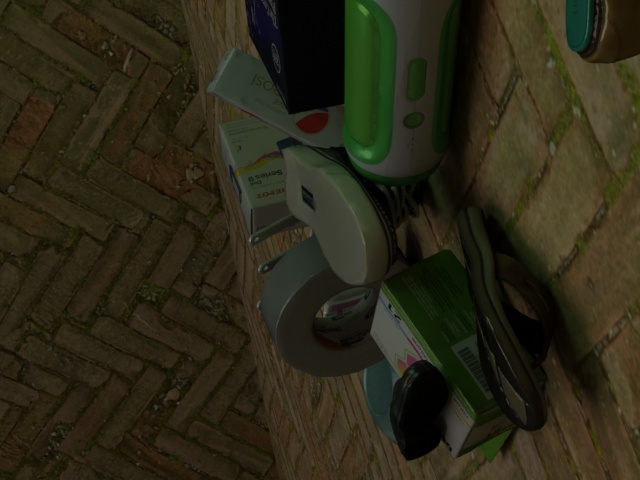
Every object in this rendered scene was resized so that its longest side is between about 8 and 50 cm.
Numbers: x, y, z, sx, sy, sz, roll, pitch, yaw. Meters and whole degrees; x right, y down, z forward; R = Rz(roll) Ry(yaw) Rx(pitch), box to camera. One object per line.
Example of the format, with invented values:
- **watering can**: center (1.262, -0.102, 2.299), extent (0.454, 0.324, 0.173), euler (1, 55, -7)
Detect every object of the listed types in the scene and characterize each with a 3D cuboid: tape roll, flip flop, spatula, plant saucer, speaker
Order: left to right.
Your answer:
- **spatula**: center (0.000, 0.000, 1.560), extent (0.019, 0.242, 0.168), euler (33, 141, 35)
- **tape roll**: center (0.030, 0.088, 1.534), extent (0.072, 0.219, 0.219), euler (-120, 19, -48)
- **plant saucer**: center (0.103, 0.218, 1.680), extent (0.195, 0.037, 0.195), euler (178, 90, -68)
- **speaker**: center (0.084, -0.195, 1.157), extent (0.296, 0.131, 0.131), euler (89, 162, -50)
- **flip flop**: center (0.194, 0.066, 1.112), extent (0.277, 0.080, 0.112), euler (-95, -5, -50)

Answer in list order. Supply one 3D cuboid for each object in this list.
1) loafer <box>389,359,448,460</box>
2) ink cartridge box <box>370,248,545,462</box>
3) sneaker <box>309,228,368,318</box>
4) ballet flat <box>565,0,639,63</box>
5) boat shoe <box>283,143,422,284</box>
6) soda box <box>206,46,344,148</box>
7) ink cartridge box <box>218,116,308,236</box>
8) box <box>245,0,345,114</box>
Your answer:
- **loafer**: center (0.097, 0.175, 1.188), extent (0.061, 0.062, 0.170), euler (58, 159, 34)
- **ink cartridge box**: center (0.144, 0.161, 1.286), extent (0.189, 0.097, 0.255), euler (56, 158, 25)
- **sneaker**: center (0.039, 0.075, 1.831), extent (0.104, 0.095, 0.236), euler (131, 128, -84)
- **ballet flat**: center (0.195, -0.235, 0.717), extent (0.080, 0.073, 0.232), euler (-114, 18, -74)
- **boat shoe**: center (0.067, -0.052, 1.342), extent (0.340, 0.158, 0.127), euler (-127, 31, -62)
- **soda box**: center (-0.052, -0.198, 1.597), extent (0.074, 0.216, 0.069), euler (-63, 16, 0)
- **ink cartridge box**: center (-0.080, -0.123, 1.961), extent (0.093, 0.154, 0.212), euler (93, 160, -54)
- **box**: center (-0.035, -0.314, 1.472), extent (0.261, 0.103, 0.184), euler (-115, 13, -53)
